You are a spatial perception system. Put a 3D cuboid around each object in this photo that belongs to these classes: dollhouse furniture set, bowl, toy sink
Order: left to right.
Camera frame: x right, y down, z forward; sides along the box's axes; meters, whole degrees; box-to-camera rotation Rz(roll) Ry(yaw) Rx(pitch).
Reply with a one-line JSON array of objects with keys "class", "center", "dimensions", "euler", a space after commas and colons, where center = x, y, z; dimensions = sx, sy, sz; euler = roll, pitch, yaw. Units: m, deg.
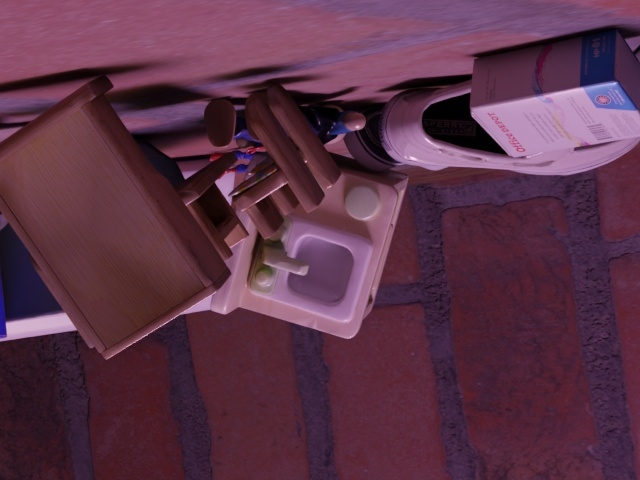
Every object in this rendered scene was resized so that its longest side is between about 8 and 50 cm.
[{"class": "bowl", "center": [-0.245, -0.008, 1.453], "dimensions": [0.312, 0.163, 0.311], "euler": [-7, 180, 0]}, {"class": "dollhouse furniture set", "center": [-0.131, -0.039, 1.094], "dimensions": [0.212, 0.161, 0.242], "euler": [-32, -173, 16]}, {"class": "toy sink", "center": [0.000, 0.000, 1.420], "dimensions": [0.131, 0.152, 0.234], "euler": [16, -172, 8]}]

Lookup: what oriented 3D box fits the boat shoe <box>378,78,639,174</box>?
[{"class": "boat shoe", "center": [0.189, -0.109, 1.331], "dimensions": [0.268, 0.096, 0.088], "euler": [1, 180, -20]}]

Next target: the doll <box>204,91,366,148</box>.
[{"class": "doll", "center": [-0.022, -0.100, 1.285], "dimensions": [0.129, 0.046, 0.189], "euler": [-7, 179, 24]}]

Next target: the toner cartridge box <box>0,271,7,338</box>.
[{"class": "toner cartridge box", "center": [-0.457, 0.024, 1.291], "dimensions": [0.348, 0.165, 0.075], "euler": [-6, 175, 7]}]

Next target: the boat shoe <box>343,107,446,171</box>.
[{"class": "boat shoe", "center": [0.101, -0.112, 1.450], "dimensions": [0.083, 0.065, 0.183], "euler": [-27, 165, 34]}]

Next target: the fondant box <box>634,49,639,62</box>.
[{"class": "fondant box", "center": [0.333, -0.008, 1.187], "dimensions": [0.096, 0.330, 0.238], "euler": [-8, 180, 4]}]

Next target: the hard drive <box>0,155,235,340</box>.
[{"class": "hard drive", "center": [-0.264, 0.010, 1.728], "dimensions": [0.319, 0.210, 0.040], "euler": [-7, -143, -26]}]

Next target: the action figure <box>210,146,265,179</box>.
[{"class": "action figure", "center": [-0.070, -0.091, 1.684], "dimensions": [0.115, 0.038, 0.030], "euler": [-8, -164, 25]}]

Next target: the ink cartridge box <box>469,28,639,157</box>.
[{"class": "ink cartridge box", "center": [0.190, -0.114, 1.167], "dimensions": [0.123, 0.052, 0.088], "euler": [-9, 151, 29]}]

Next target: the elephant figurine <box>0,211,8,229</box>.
[{"class": "elephant figurine", "center": [-0.308, -0.026, 1.138], "dimensions": [0.240, 0.186, 0.169], "euler": [-18, 143, 13]}]
